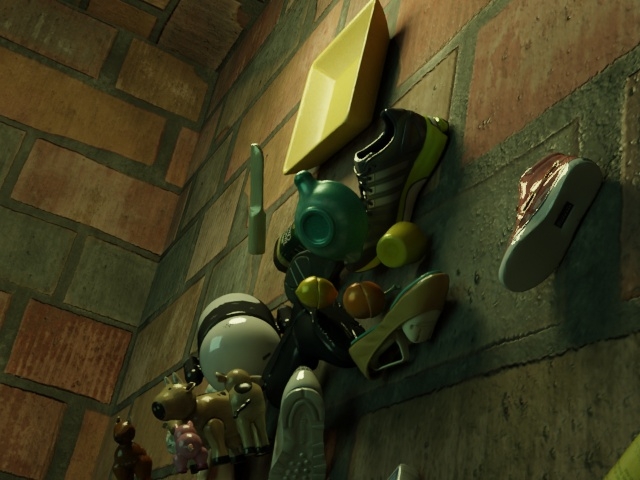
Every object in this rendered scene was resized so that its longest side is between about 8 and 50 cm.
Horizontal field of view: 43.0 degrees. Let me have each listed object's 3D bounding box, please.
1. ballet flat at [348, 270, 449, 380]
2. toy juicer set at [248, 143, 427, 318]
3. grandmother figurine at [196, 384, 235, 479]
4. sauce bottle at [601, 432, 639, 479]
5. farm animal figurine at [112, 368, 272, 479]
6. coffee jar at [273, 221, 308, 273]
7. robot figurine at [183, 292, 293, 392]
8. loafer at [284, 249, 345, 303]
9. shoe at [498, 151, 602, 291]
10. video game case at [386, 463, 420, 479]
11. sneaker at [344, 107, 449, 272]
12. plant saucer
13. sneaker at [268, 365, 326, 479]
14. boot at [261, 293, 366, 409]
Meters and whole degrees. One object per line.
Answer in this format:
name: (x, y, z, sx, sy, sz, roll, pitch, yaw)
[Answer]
ballet flat: (0.124, 0.130, 1.178, 0.232, 0.080, 0.073, -51, 53, 44)
toy juicer set: (0.000, 0.000, 1.339, 0.089, 0.329, 0.209, -27, -36, -57)
grandmother figurine: (-0.206, 0.429, 1.654, 0.208, 0.104, 0.342, -40, 32, 26)
sauce bottle: (0.248, 0.244, 0.637, 0.344, 0.111, 0.111, -59, 21, 19)
farm animal figurine: (-0.196, 0.308, 1.419, 0.330, 0.327, 0.172, -19, 74, 22)
coffee jar: (-0.030, -0.006, 1.690, 0.184, 0.079, 0.096, -48, 27, 45)
robot figurine: (-0.165, 0.211, 1.661, 0.209, 0.174, 0.278, -66, 14, 8)
loafer: (0.019, 0.038, 1.548, 0.267, 0.084, 0.096, -52, 55, 45)
shoe: (0.262, -0.024, 0.976, 0.178, 0.063, 0.081, -59, 19, 7)
video game case: (0.012, 0.474, 0.986, 0.329, 0.036, 0.300, -58, 3, 26)
sneaker: (0.099, -0.089, 1.376, 0.299, 0.121, 0.111, -67, 19, 3)
plant saucer: (0.047, -0.328, 1.837, 0.333, 0.081, 0.332, -33, 39, 59)
sneaker: (-0.034, 0.319, 1.306, 0.095, 0.090, 0.235, -105, 24, -68)
boot: (-0.014, 0.213, 1.395, 0.207, 0.094, 0.246, -69, 26, 16)
